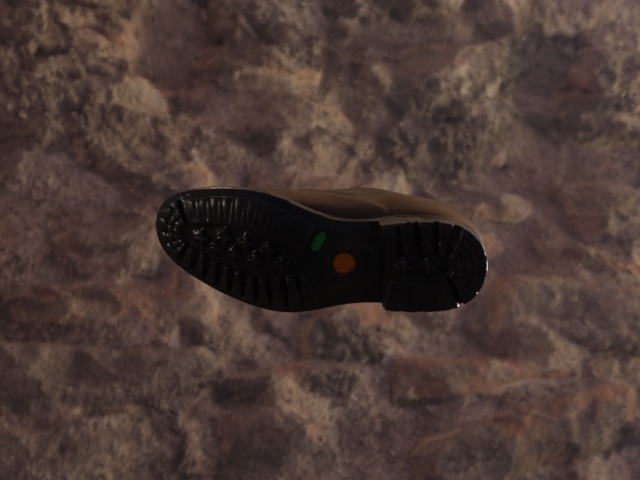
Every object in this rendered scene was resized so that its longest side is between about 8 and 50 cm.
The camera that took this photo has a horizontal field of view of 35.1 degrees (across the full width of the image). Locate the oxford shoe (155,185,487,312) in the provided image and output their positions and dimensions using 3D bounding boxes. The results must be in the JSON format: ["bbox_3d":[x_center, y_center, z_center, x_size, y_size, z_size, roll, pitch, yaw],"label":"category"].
[{"bbox_3d":[0.000,0.000,0.707,0.227,0.082,0.096,8,-159,5],"label":"oxford shoe"}]
